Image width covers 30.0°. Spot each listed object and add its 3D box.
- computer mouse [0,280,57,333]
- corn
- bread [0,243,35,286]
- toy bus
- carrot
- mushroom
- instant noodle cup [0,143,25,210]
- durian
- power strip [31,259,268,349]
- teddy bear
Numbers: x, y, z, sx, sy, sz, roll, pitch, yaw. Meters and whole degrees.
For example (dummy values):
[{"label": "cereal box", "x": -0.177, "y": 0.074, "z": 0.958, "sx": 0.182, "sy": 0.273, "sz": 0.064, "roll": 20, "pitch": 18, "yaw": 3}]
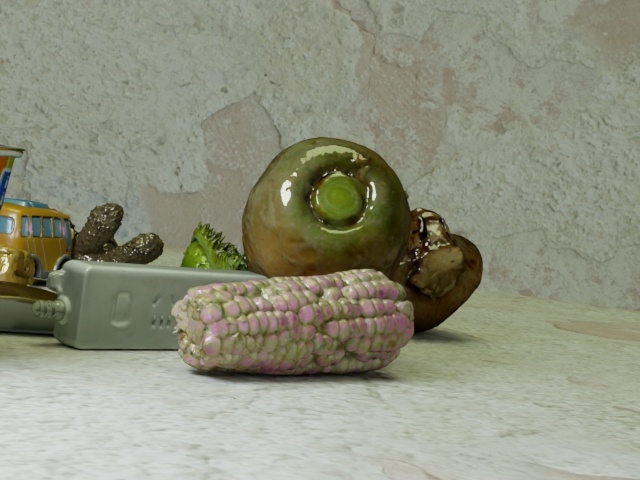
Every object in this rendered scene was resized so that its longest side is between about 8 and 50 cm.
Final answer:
[{"label": "computer mouse", "x": -0.377, "y": 0.077, "z": 1.412, "sx": 0.245, "sy": 0.056, "sz": 0.126, "roll": 8, "pitch": 2, "yaw": -30}, {"label": "corn", "x": -0.024, "y": 0.098, "z": 1.352, "sx": 0.126, "sy": 0.127, "sz": 0.335, "roll": 9, "pitch": 7, "yaw": 41}, {"label": "bread", "x": -0.500, "y": 0.038, "z": 1.622, "sx": 0.210, "sy": 0.083, "sz": 0.114, "roll": 8, "pitch": -3, "yaw": 4}, {"label": "toy bus", "x": -0.493, "y": 0.001, "z": 1.965, "sx": 0.126, "sy": 0.136, "sz": 0.209, "roll": 8, "pitch": 1, "yaw": 19}, {"label": "carrot", "x": 0.000, "y": 0.000, "z": 1.619, "sx": 0.224, "sy": 0.224, "sz": 0.341, "roll": 7, "pitch": -18, "yaw": -7}, {"label": "mushroom", "x": 0.147, "y": 0.055, "z": 1.995, "sx": 0.263, "sy": 0.195, "sz": 0.283, "roll": -1, "pitch": -13, "yaw": -10}, {"label": "instant noodle cup", "x": -0.443, "y": -0.005, "z": 1.158, "sx": 0.296, "sy": 0.214, "sz": 0.296, "roll": 7, "pitch": 2, "yaw": 0}, {"label": "durian", "x": -0.197, "y": 0.040, "z": 2.186, "sx": 0.106, "sy": 0.132, "sz": 0.375, "roll": 20, "pitch": -7, "yaw": -13}, {"label": "power strip", "x": -0.190, "y": 0.079, "z": 1.421, "sx": 0.338, "sy": 0.098, "sz": 0.058, "roll": 5, "pitch": 6, "yaw": -45}, {"label": "teddy bear", "x": -0.393, "y": 0.018, "z": 2.094, "sx": 0.182, "sy": 0.129, "sz": 0.251, "roll": 43, "pitch": -24, "yaw": -13}]
